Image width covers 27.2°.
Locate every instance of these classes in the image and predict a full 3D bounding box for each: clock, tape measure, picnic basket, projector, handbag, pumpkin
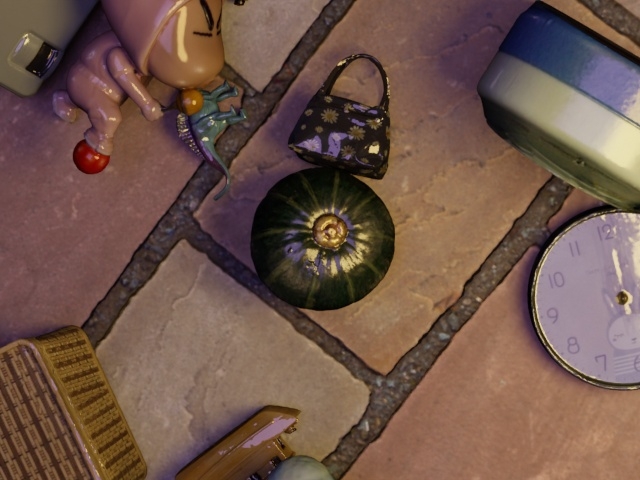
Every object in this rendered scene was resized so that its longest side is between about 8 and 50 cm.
[{"bbox_3d":[0.343,0.065,1.504,0.215,0.042,0.215,0,92,9],"label":"clock"},{"bbox_3d":[0.298,-0.135,1.405,0.259,0.262,0.138,31,105,9],"label":"tape measure"},{"bbox_3d":[-0.399,0.264,1.562,0.313,0.175,0.228,-25,88,10],"label":"picnic basket"},{"bbox_3d":[-0.350,-0.318,1.530,0.192,0.099,0.256,30,99,-37],"label":"projector"},{"bbox_3d":[0.033,-0.150,1.532,0.115,0.072,0.139,15,91,12],"label":"handbag"},{"bbox_3d":[0.000,-0.001,1.514,0.167,0.125,0.167,0,90,-16],"label":"pumpkin"}]

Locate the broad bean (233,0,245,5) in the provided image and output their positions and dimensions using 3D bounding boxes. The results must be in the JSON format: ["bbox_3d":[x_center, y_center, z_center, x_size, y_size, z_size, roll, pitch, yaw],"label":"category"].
[{"bbox_3d":[-0.011,-0.315,1.545,0.195,0.046,0.061,-5,103,14],"label":"broad bean"}]

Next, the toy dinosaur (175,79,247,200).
[{"bbox_3d":[-0.132,-0.146,1.573,0.080,0.045,0.197,-18,81,16],"label":"toy dinosaur"}]

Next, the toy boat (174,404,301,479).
[{"bbox_3d":[-0.099,0.270,1.576,0.200,0.057,0.077,-38,92,8],"label":"toy boat"}]

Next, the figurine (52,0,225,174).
[{"bbox_3d":[-0.199,-0.214,1.523,0.186,0.176,0.287,40,104,1],"label":"figurine"}]

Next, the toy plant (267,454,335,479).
[{"bbox_3d":[-0.002,0.406,1.485,0.247,0.247,0.332,-12,86,9],"label":"toy plant"}]
